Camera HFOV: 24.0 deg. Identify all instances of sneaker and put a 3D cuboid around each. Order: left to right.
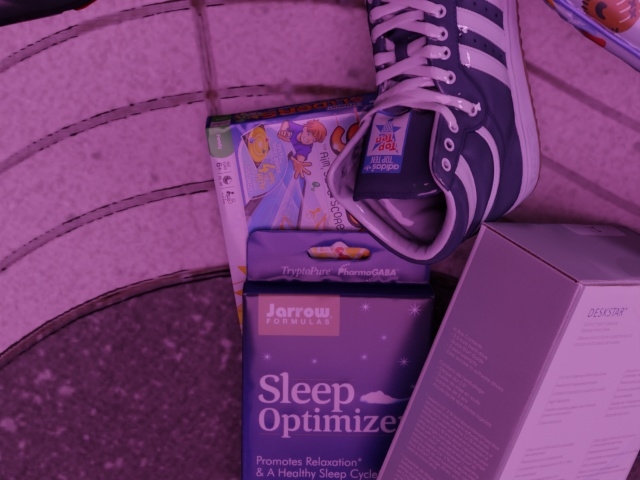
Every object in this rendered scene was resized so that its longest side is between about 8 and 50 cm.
[{"bbox_3d":[0.059,-0.121,0.972,0.099,0.153,0.282,-3,114,37],"label":"sneaker"}]

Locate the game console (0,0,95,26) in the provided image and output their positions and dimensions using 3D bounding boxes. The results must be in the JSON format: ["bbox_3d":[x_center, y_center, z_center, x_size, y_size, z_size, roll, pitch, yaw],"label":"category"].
[{"bbox_3d":[-0.314,-0.311,0.957,0.342,0.060,0.387,-12,109,3],"label":"game console"}]

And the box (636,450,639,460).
[{"bbox_3d":[0.313,0.096,1.127,0.190,0.045,0.184,21,106,-8],"label":"box"}]

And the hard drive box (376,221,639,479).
[{"bbox_3d":[0.153,0.110,1.043,0.181,0.089,0.232,2,116,-48],"label":"hard drive box"}]

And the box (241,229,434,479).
[{"bbox_3d":[0.011,0.105,1.084,0.136,0.036,0.225,1,105,-1],"label":"box"}]

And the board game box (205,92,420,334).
[{"bbox_3d":[0.000,0.000,1.090,0.136,0.035,0.201,-9,110,2],"label":"board game box"}]

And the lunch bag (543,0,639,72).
[{"bbox_3d":[0.297,-0.199,0.983,0.303,0.115,0.243,29,102,-12],"label":"lunch bag"}]
